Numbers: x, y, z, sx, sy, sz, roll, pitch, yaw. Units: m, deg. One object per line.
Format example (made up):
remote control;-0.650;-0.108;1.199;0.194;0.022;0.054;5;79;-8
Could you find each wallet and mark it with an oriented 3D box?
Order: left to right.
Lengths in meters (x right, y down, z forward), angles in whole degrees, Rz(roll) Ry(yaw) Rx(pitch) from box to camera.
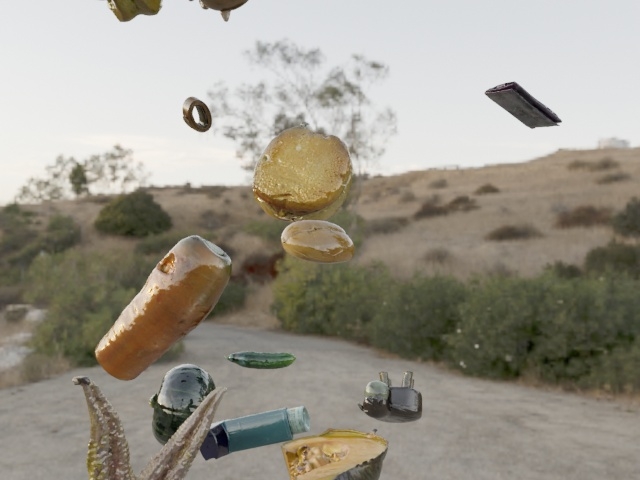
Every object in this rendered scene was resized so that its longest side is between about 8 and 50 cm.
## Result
wallet;0.475;-0.315;1.854;0.165;0.030;0.111;31;-8;-23

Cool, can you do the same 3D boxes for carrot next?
carrot;-0.182;0.083;0.927;0.087;0.193;0.087;38;8;-6

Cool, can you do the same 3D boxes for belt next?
belt;-0.278;-0.281;1.779;0.059;0.083;0.036;-37;42;-20

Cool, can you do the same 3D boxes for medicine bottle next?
medicine bottle;-0.157;0.457;1.895;0.258;0.079;0.124;-14;-5;9

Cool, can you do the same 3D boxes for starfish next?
starfish;-0.296;0.423;1.290;0.397;0.384;0.132;9;-10;-22

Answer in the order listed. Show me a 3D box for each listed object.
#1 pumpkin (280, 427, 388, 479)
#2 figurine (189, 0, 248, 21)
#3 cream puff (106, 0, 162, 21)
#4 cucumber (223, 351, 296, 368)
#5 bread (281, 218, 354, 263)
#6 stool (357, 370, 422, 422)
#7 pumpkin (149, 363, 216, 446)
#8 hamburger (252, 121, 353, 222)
pumpkin;0.038;0.368;1.188;0.162;0.111;0.278;-12;2;-8
figurine;-0.188;-0.603;1.713;0.247;0.173;0.177;-31;-52;17
cream puff;-0.483;-0.731;2.074;0.274;0.270;0.323;-37;-40;10
cucumber;-0.129;0.257;1.685;0.155;0.037;0.037;2;-2;-3
bread;0.000;0.000;1.683;0.189;0.077;0.114;2;29;-41
stool;0.168;0.380;1.917;0.125;0.121;0.217;-17;-29;38
pumpkin;-0.266;0.324;1.535;0.125;0.167;0.167;4;-1;19
hamburger;-0.052;-0.198;2.318;0.289;0.314;0.170;19;-24;13
